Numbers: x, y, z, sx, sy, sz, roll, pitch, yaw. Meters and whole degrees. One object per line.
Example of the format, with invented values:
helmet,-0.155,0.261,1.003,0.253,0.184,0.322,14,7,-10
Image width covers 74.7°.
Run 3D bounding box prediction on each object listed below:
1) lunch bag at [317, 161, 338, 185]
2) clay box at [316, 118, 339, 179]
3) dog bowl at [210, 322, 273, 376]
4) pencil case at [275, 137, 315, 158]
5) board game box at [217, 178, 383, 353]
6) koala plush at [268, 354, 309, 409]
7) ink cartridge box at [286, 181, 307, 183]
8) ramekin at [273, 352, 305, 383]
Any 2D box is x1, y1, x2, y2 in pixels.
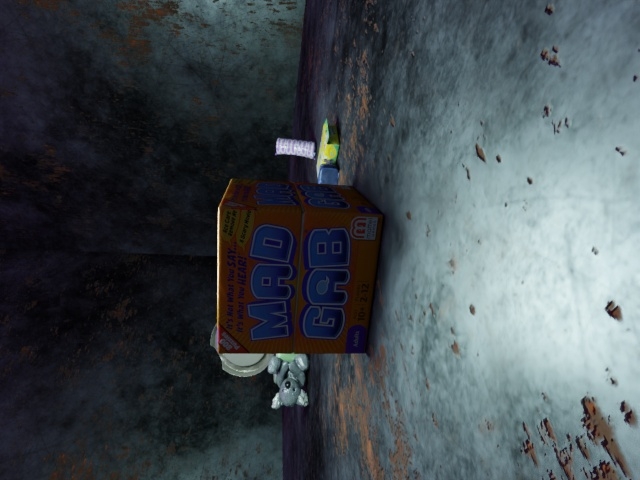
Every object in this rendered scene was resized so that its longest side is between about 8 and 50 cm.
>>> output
lunch bag,0.026,-0.229,1.487,0.065,0.067,0.098,-106,21,-63
clay box,0.028,-0.324,1.551,0.222,0.053,0.127,104,166,-47
dog bowl,-0.403,0.538,2.239,0.102,0.349,0.348,-8,-80,-86
pencil case,-0.120,-0.458,2.085,0.086,0.206,0.088,-78,-4,-47
board game box,-0.073,0.050,1.107,0.356,0.357,0.355,-114,27,-71
koala plush,-0.140,0.682,1.972,0.221,0.197,0.203,-97,2,-46
ink cartridge box,-0.145,-0.151,2.368,0.272,0.130,0.309,158,114,-82
ramekin,-0.171,0.626,2.245,0.303,0.148,0.303,-177,90,-81
